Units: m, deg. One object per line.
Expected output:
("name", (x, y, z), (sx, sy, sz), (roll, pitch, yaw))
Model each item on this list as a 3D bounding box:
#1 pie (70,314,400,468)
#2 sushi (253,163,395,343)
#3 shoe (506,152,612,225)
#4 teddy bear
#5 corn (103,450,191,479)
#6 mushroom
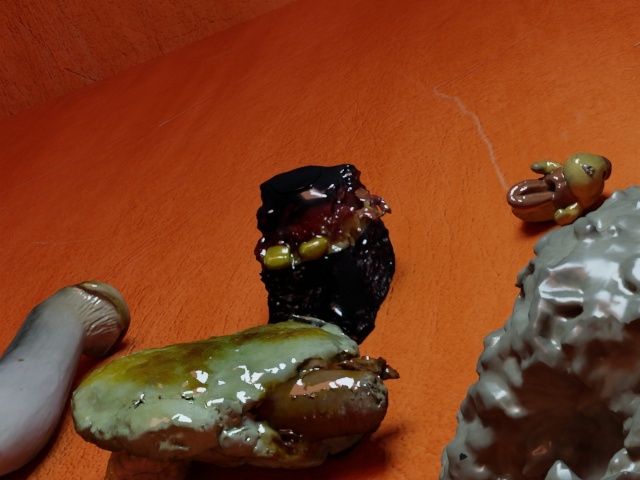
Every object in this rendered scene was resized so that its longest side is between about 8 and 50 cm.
("pie", (-0.083, 0.133, 1.021), (0.274, 0.106, 0.257), (-8, 12, -12))
("sushi", (0.000, 0.000, 1.231), (0.153, 0.150, 0.172), (-5, 29, 42))
("shoe", (0.248, -0.050, 1.195), (0.109, 0.072, 0.069), (-7, -11, 29))
("teddy bear", (0.289, 0.090, 0.707), (0.367, 0.224, 0.357), (17, 43, 39))
("corn", (-0.156, 0.185, 1.095), (0.085, 0.063, 0.165), (-42, 16, 14))
("mushroom", (-0.336, 0.156, 1.279), (0.159, 0.122, 0.329), (-4, 28, 24))
